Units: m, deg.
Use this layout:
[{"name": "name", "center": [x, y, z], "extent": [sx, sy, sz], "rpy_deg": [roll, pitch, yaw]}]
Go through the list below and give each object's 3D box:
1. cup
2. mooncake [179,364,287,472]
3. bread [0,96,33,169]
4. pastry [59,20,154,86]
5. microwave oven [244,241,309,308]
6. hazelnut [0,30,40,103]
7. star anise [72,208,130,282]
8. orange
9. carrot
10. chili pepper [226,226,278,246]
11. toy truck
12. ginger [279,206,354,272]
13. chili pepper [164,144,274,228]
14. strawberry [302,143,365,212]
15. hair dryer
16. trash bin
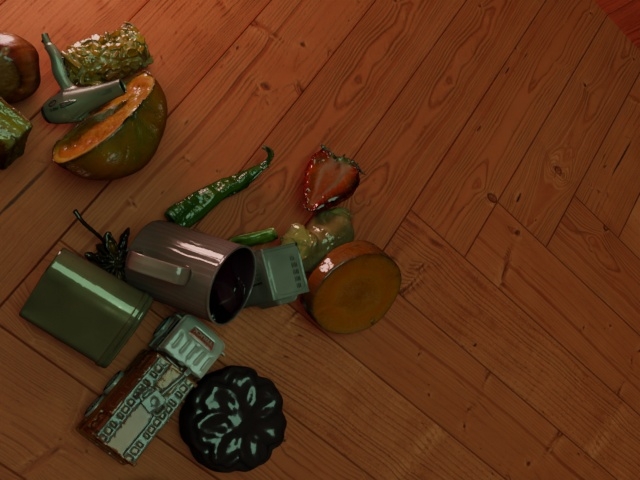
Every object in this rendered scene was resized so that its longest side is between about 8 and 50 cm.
[{"name": "cup", "center": [-0.336, 0.088, 1.716], "extent": [0.288, 0.273, 0.208], "rpy_deg": [-39, 142, -55]}, {"name": "mooncake", "center": [-0.222, 0.467, 1.823], "extent": [0.283, 0.141, 0.282], "rpy_deg": [4, 81, -26]}, {"name": "bread", "center": [-0.791, -0.266, 1.634], "extent": [0.184, 0.234, 0.110], "rpy_deg": [41, 64, -15]}, {"name": "pastry", "center": [-0.571, -0.474, 1.842], "extent": [0.250, 0.102, 0.154], "rpy_deg": [-36, 98, -27]}, {"name": "microwave oven", "center": [-0.142, 0.099, 1.876], "extent": [0.123, 0.208, 0.162], "rpy_deg": [-13, 87, -35]}, {"name": "hazelnut", "center": [-0.771, -0.433, 1.709], "extent": [0.182, 0.182, 0.182], "rpy_deg": [4, 79, -24]}, {"name": "star anise", "center": [-0.528, 0.024, 1.786], "extent": [0.177, 0.073, 0.233], "rpy_deg": [-10, 103, -26]}, {"name": "orange", "center": [-0.524, -0.281, 1.751], "extent": [0.310, 0.274, 0.274], "rpy_deg": [-26, 93, -48]}, {"name": "carrot", "center": [0.088, 0.137, 1.988], "extent": [0.307, 0.100, 0.258], "rpy_deg": [-22, 119, -30]}, {"name": "chili pepper", "center": [-0.213, 0.005, 1.952], "extent": [0.202, 0.051, 0.050], "rpy_deg": [-19, 60, -25]}, {"name": "toy truck", "center": [-0.403, 0.359, 1.718], "extent": [0.173, 0.207, 0.387], "rpy_deg": [43, 67, -13]}, {"name": "ginger", "center": [0.000, 0.000, 2.001], "extent": [0.267, 0.138, 0.152], "rpy_deg": [-34, 132, -36]}, {"name": "chili pepper", "center": [-0.276, -0.145, 1.938], "extent": [0.359, 0.076, 0.084], "rpy_deg": [-39, 117, -21]}, {"name": "strawberry", "center": [0.030, -0.154, 2.045], "extent": [0.175, 0.098, 0.228], "rpy_deg": [16, 61, -5]}, {"name": "hair dryer", "center": [-0.593, -0.403, 1.742], "extent": [0.219, 0.088, 0.224], "rpy_deg": [2, 98, 5]}, {"name": "trash bin", "center": [-0.566, 0.164, 1.678], "extent": [0.248, 0.243, 0.121], "rpy_deg": [33, 30, -12]}]
